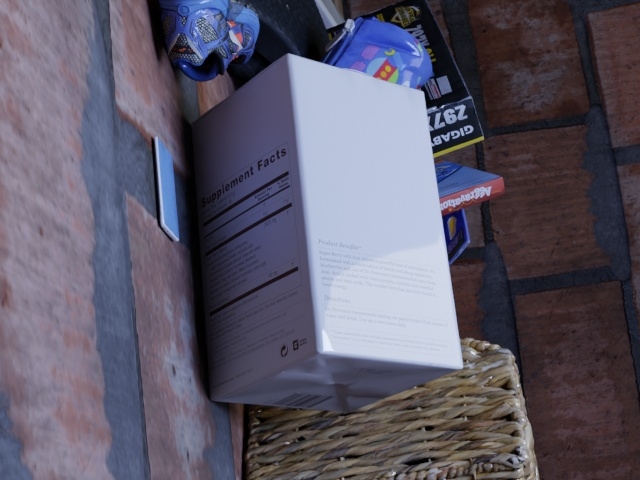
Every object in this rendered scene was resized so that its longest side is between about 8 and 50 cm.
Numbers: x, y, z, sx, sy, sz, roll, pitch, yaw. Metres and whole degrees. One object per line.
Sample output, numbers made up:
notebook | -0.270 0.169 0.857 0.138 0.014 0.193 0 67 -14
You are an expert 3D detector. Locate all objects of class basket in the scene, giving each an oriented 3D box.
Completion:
basket | 0.083 0.252 1.439 0.213 0.299 0.223 -93 170 -51

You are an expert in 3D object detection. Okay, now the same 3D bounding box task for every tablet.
tablet | -0.136 -0.045 1.174 0.054 0.006 0.083 62 20 -71

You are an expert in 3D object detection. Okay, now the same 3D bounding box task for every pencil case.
pencil case | 0.014 -0.136 1.562 0.133 0.119 0.306 49 59 -27

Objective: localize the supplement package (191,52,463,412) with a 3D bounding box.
supplement package | 0.000 0.000 1.287 0.177 0.175 0.293 11 64 -37

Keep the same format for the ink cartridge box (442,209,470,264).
ink cartridge box | 0.067 0.061 1.715 0.065 0.311 0.186 38 20 -14

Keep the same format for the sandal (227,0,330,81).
sandal | -0.086 -0.276 1.604 0.446 0.107 0.167 41 41 -61

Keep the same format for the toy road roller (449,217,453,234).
toy road roller | 0.105 -0.102 2.365 0.202 0.240 0.329 -89 169 -58

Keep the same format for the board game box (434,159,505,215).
board game box | 0.074 -0.041 1.665 0.145 0.281 0.027 25 -50 59

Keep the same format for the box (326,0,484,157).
box | 0.063 -0.204 1.851 0.322 0.257 0.079 -104 174 -54

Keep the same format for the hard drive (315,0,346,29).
hard drive | 0.025 -0.369 2.353 0.307 0.040 0.203 56 11 -9

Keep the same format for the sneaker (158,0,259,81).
sneaker | -0.116 -0.197 1.311 0.221 0.083 0.087 12 84 -78
